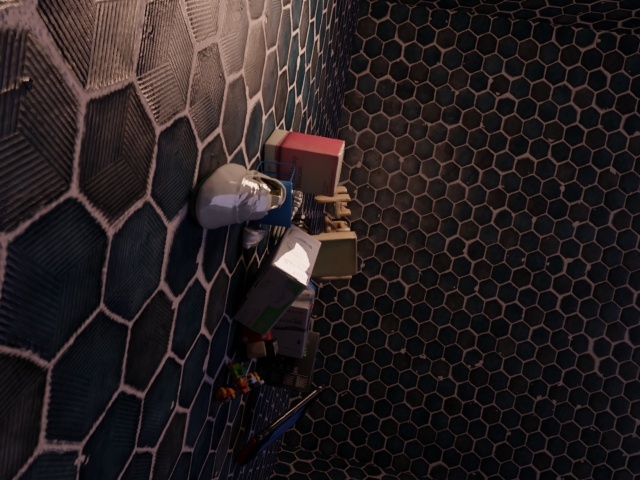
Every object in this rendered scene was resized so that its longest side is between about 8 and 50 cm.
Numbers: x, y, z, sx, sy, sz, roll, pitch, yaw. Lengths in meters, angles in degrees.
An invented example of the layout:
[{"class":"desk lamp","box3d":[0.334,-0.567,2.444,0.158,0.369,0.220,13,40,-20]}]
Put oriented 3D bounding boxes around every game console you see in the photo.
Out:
[{"class":"game console","box3d":[-0.165,0.779,1.734,0.387,0.060,0.342,-26,158,-40]}]

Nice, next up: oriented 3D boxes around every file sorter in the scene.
[{"class":"file sorter","box3d":[-0.138,-0.141,1.242,0.170,0.118,0.104,96,3,-46]}]

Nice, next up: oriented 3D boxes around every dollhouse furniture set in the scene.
[{"class":"dollhouse furniture set","box3d":[0.000,0.000,1.708,0.394,0.257,0.361,-98,-175,-69]}]

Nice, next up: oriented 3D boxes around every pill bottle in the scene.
[{"class":"pill bottle","box3d":[-0.112,-0.003,1.796,0.122,0.123,0.219,91,11,-64]}]

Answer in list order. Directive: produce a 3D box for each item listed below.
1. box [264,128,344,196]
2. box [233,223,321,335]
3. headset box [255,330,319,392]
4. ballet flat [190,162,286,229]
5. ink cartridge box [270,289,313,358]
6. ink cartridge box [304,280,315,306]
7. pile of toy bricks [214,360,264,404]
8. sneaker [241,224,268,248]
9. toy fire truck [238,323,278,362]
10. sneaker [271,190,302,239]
[{"class":"box","box3d":[-0.052,-0.246,1.305,0.126,0.233,0.148,-73,172,-52]},{"class":"box","box3d":[-0.134,0.119,1.278,0.262,0.127,0.231,-51,-168,32]},{"class":"headset box","box3d":[-0.143,0.520,1.856,0.131,0.247,0.282,86,15,-70]},{"class":"ballet flat","box3d":[-0.161,-0.106,0.959,0.400,0.139,0.139,-57,157,-77]},{"class":"ink cartridge box","box3d":[-0.146,0.330,1.684,0.114,0.197,0.272,-71,170,-61]},{"class":"ink cartridge box","box3d":[-0.106,0.294,2.027,0.078,0.134,0.231,55,15,-18]},{"class":"pile of toy bricks","box3d":[-0.259,0.431,1.299,0.105,0.118,0.212,62,8,14]},{"class":"sneaker","box3d":[-0.200,-0.011,1.223,0.152,0.054,0.061,-25,135,-77]},{"class":"toy fire truck","box3d":[-0.201,0.277,1.415,0.217,0.159,0.246,102,-20,-78]},{"class":"sneaker","box3d":[-0.136,-0.099,1.631,0.132,0.086,0.228,101,11,-74]}]
